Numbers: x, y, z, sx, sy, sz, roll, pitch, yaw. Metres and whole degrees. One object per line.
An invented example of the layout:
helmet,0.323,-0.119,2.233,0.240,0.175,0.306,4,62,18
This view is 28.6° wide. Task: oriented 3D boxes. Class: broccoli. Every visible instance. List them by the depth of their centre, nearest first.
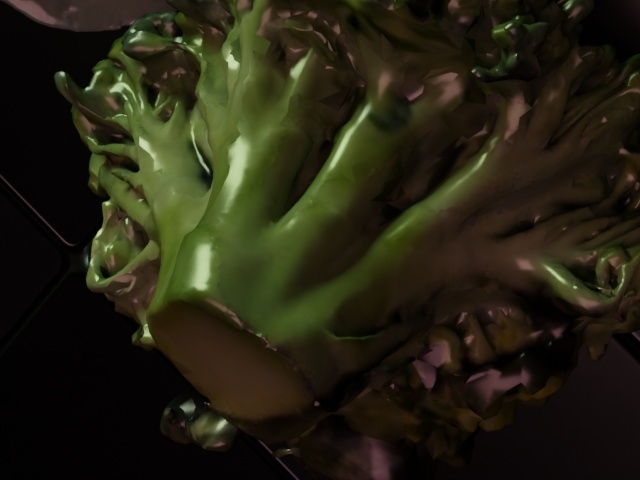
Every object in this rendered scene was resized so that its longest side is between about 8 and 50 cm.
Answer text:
broccoli,0.013,-0.013,0.677,0.334,0.272,0.324,53,158,-9

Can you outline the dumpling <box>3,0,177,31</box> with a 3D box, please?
dumpling,-0.125,-0.197,0.724,0.219,0.108,0.153,-35,92,30
